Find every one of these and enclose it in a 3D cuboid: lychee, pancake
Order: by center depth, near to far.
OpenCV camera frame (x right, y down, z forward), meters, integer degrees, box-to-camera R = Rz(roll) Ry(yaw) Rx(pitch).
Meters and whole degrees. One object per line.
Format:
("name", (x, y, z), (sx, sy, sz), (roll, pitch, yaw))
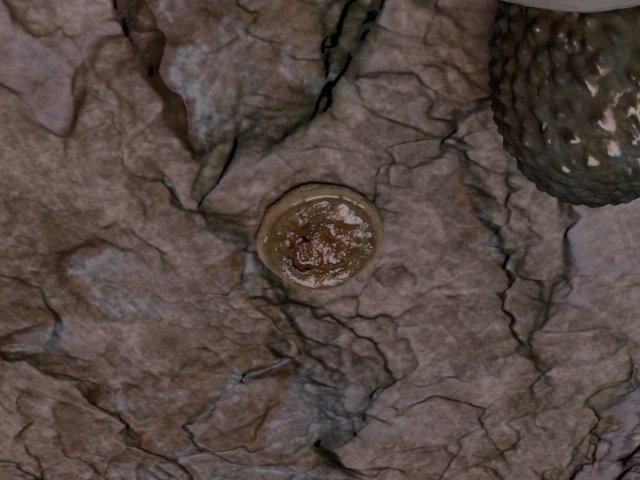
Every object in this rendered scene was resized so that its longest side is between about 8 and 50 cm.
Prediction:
("lychee", (0.287, -0.153, 1.065), (0.255, 0.255, 0.274), (-37, 80, 21))
("pancake", (0.000, -0.001, 1.280), (0.152, 0.025, 0.151), (-4, 127, -5))

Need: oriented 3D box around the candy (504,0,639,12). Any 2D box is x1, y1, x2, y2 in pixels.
("candy", (0.242, -0.377, 0.885), (0.427, 0.186, 0.386), (-30, 98, 14))
